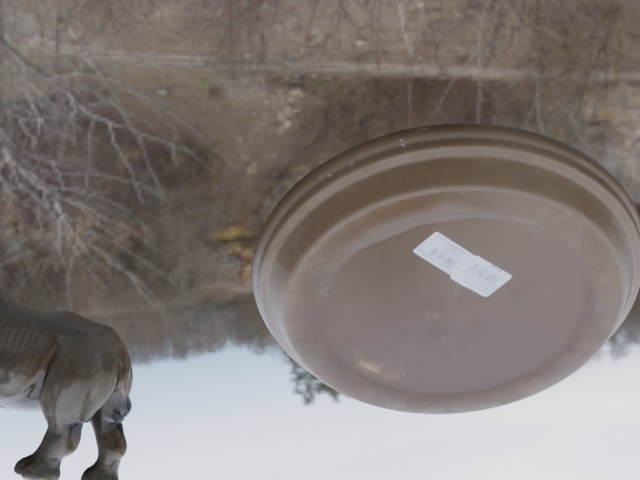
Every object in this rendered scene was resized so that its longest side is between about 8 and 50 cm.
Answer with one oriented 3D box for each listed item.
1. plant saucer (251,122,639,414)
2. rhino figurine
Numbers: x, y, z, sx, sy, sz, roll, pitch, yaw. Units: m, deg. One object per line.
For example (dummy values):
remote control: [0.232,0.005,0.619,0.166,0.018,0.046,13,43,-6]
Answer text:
plant saucer: [0.089,0.039,0.641,0.277,0.041,0.278,0,134,0]
rhino figurine: [-0.234,0.083,0.630,0.243,0.106,0.073,16,178,17]
